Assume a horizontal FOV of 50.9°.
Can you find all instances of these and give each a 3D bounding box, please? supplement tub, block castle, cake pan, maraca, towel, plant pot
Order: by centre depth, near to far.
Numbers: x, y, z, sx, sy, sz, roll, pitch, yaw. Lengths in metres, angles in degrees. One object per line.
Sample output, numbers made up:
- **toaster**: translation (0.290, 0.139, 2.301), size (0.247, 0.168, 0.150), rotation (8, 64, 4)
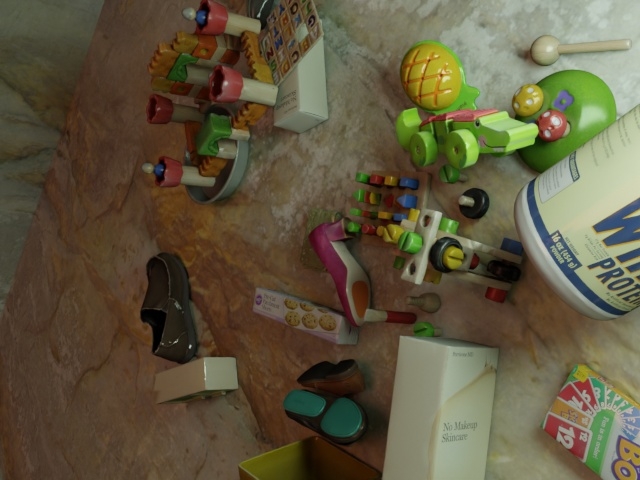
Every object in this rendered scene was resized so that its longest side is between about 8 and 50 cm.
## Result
- **supplement tub**: translation (0.455, -0.060, 0.904), size (0.325, 0.235, 0.236), rotation (-41, 55, 37)
- **maraca**: translation (0.231, -0.304, 1.315), size (0.186, 0.099, 0.127), rotation (52, 128, 9)
- **plant pot**: translation (-0.028, 0.552, 1.378), size (0.212, 0.212, 0.187), rotation (15, 107, 49)
- **towel**: translation (0.000, 0.000, 1.569), size (0.110, 0.027, 0.148), rotation (10, 91, 50)
- **block castle**: translation (-0.318, -0.365, 1.733), size (0.453, 0.212, 0.303), rotation (-42, 53, 46)
- **cake pan**: translation (-0.300, -0.244, 1.935), size (0.293, 0.054, 0.294), rotation (-11, 75, 47)

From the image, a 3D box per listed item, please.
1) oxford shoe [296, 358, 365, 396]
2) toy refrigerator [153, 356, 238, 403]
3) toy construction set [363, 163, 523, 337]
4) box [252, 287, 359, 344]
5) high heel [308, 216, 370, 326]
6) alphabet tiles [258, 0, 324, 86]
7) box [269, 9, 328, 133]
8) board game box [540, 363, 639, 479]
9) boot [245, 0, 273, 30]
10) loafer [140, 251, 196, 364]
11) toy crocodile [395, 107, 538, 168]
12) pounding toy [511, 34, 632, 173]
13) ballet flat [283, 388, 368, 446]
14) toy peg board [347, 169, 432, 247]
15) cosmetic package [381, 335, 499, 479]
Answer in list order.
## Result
- **oxford shoe**: translation (0.020, 0.309, 1.463), size (0.212, 0.076, 0.076), rotation (-16, 110, 56)
- **toy refrigerator**: translation (-0.344, 0.388, 1.832), size (0.269, 0.102, 0.094), rotation (-25, 65, 43)
- **toy construction set**: translation (0.175, 0.043, 1.202), size (0.309, 0.237, 0.257), rotation (-58, 46, 24)
- **box**: translation (-0.040, 0.172, 1.554), size (0.324, 0.063, 0.067), rotation (13, 92, 49)
- **high heel**: translation (0.034, 0.076, 1.461), size (0.117, 0.082, 0.244), rotation (-23, 75, 40)
- **alphabet tiles**: translation (-0.088, -0.492, 1.629), size (0.237, 0.009, 0.198), rotation (-39, 56, 38)
- **box**: translation (-0.056, -0.416, 1.658), size (0.113, 0.094, 0.275), rotation (-20, 68, 46)
- **board game box**: translation (0.457, 0.308, 0.989), size (0.259, 0.039, 0.124), rotation (39, 113, 42)
- **boot**: translation (-0.104, -0.669, 1.789), size (0.208, 0.076, 0.190), rotation (2, 86, 42)
- **loafer**: translation (-0.463, 0.187, 1.981), size (0.134, 0.130, 0.366), rotation (-46, 52, 33)
- **toy crocodile**: translation (0.248, -0.191, 1.198), size (0.340, 0.115, 0.105), rotation (-160, 56, -68)
- **pounding toy**: translation (0.384, -0.231, 1.112), size (0.183, 0.110, 0.237), rotation (18, 97, 48)
- **ballet flat**: translation (0.029, 0.377, 1.419), size (0.095, 0.096, 0.280), rotation (-52, 27, -19)
- **toy peg board**: translation (0.133, -0.069, 1.391), size (0.160, 0.079, 0.161), rotation (9, 90, 49)
- **cosmetic package**: translation (0.208, 0.329, 1.173), size (0.113, 0.160, 0.310), rotation (6, 89, 48)
